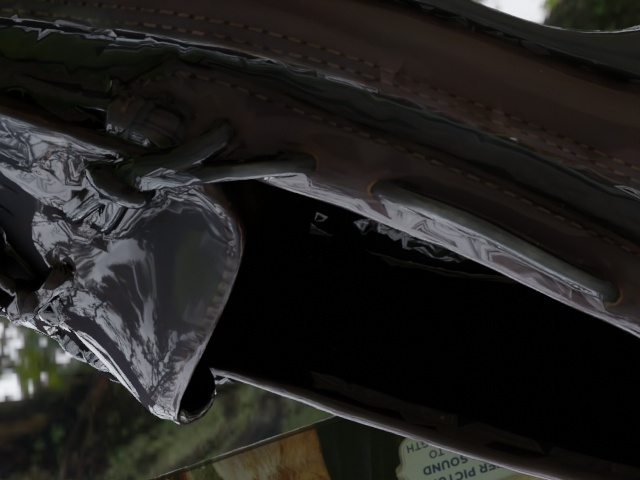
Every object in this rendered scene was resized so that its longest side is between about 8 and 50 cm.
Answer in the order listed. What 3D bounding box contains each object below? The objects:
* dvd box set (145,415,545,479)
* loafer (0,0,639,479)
[{"bbox_3d":[0.062,0.296,1.027,0.307,0.062,0.420,-20,-115,19],"label":"dvd box set"},{"bbox_3d":[0.000,0.000,0.370,0.302,0.109,0.095,9,-116,3],"label":"loafer"}]
